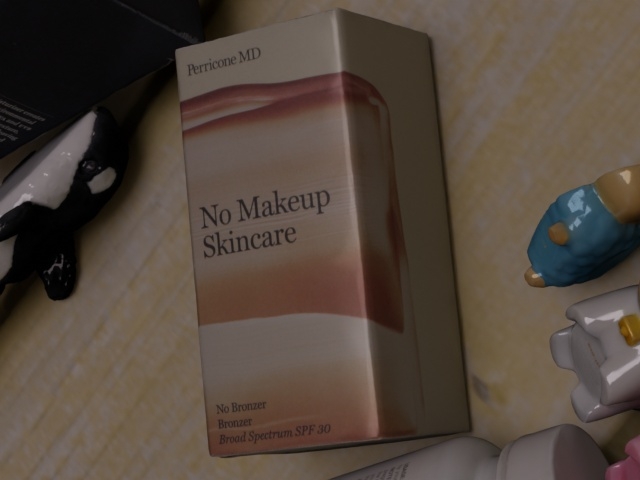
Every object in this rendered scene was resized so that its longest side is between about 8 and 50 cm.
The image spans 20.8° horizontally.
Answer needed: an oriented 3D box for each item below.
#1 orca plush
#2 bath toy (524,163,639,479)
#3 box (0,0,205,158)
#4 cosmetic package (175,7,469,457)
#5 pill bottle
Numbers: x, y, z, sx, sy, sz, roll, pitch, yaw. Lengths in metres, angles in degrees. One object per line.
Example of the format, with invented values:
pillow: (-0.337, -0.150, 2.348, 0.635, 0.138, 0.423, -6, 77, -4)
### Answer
orca plush: (-0.247, 0.023, 1.411, 0.287, 0.151, 0.102, -47, 105, -6)
bath toy: (0.250, 0.123, 1.090, 0.151, 0.129, 0.348, 118, 136, -66)
box: (-0.273, -0.242, 1.372, 0.294, 0.182, 0.296, -26, 61, 27)
cosmetic package: (0.000, 0.000, 1.244, 0.153, 0.129, 0.296, -12, 80, 32)
pill bottle: (0.082, 0.204, 1.177, 0.229, 0.131, 0.131, -23, 75, 29)
